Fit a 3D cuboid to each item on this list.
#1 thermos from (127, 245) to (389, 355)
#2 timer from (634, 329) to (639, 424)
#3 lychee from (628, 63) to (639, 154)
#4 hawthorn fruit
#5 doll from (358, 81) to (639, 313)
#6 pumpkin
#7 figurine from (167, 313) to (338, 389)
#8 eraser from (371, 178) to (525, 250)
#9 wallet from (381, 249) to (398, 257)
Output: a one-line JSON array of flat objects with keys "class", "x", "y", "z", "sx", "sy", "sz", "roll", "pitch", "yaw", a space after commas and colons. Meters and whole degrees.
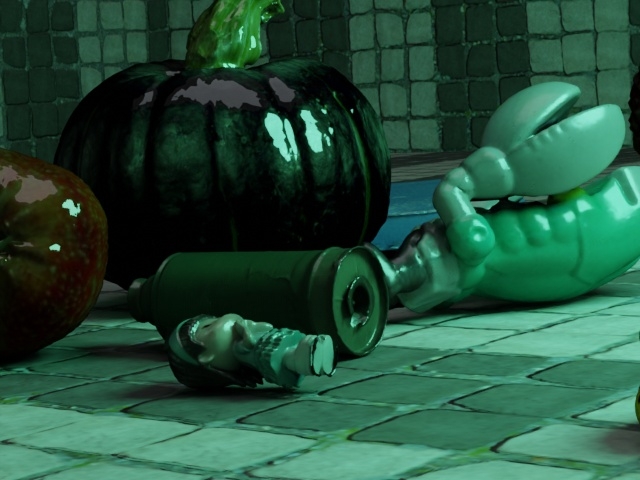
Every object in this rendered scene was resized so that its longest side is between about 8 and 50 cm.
[{"class": "thermos", "x": -0.051, "y": 0.047, "z": 1.153, "sx": 0.188, "sy": 0.083, "sz": 0.073, "roll": -1, "pitch": -16, "yaw": 33}, {"class": "timer", "x": 0.207, "y": 0.059, "z": 0.828, "sx": 0.107, "sy": 0.109, "sz": 0.107, "roll": 22, "pitch": -10, "yaw": 4}, {"class": "lychee", "x": 0.452, "y": -0.121, "z": 1.776, "sx": 0.271, "sy": 0.271, "sz": 0.271, "roll": -3, "pitch": 5, "yaw": 0}, {"class": "hawthorn fruit", "x": -0.228, "y": 0.016, "z": 1.210, "sx": 0.163, "sy": 0.162, "sz": 0.203, "roll": -4, "pitch": -11, "yaw": -2}, {"class": "doll", "x": 0.149, "y": -0.026, "z": 1.284, "sx": 0.258, "sy": 0.153, "sz": 0.195, "roll": -3, "pitch": -24, "yaw": -48}, {"class": "pumpkin", "x": -0.087, "y": -0.083, "z": 1.425, "sx": 0.296, "sy": 0.295, "sz": 0.296, "roll": -3, "pitch": 5, "yaw": 0}, {"class": "figurine", "x": -0.041, "y": 0.067, "z": 1.011, "sx": 0.106, "sy": 0.047, "sz": 0.060, "roll": 2, "pitch": 16, "yaw": 26}, {"class": "eraser", "x": 0.049, "y": -0.024, "z": 1.710, "sx": 0.312, "sy": 0.042, "sz": 0.144, "roll": -4, "pitch": 14, "yaw": -2}, {"class": "wallet", "x": 0.000, "y": -0.001, "z": 1.795, "sx": 0.244, "sy": 0.025, "sz": 0.124, "roll": 3, "pitch": 11, "yaw": 37}]
